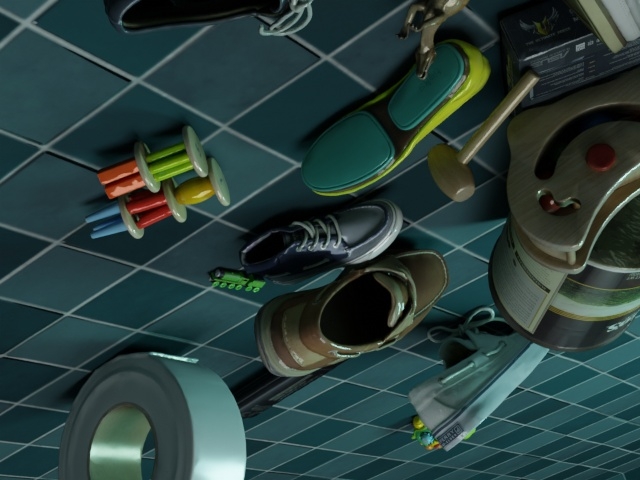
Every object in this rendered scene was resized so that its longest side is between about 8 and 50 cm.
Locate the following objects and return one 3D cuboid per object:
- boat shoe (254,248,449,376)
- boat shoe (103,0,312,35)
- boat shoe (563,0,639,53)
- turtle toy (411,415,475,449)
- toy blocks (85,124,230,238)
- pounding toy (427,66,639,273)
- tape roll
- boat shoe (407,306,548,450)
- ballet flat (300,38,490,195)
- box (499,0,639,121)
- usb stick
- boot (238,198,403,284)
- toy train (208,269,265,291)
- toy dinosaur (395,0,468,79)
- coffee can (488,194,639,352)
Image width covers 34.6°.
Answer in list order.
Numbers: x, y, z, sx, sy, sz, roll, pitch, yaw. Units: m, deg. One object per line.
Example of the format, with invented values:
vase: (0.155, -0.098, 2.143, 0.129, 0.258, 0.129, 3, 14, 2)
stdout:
boat shoe: (0.067, 0.081, 1.251, 0.116, 0.123, 0.324, -19, -176, 45)
boat shoe: (-0.041, -0.206, 0.782, 0.254, 0.079, 0.095, -8, 152, -16)
boat shoe: (0.204, -0.253, 0.785, 0.103, 0.113, 0.302, -40, 143, 11)
turtle toy: (0.247, 0.382, 2.071, 0.130, 0.066, 0.095, -19, 153, 5)
toy blocks: (-0.178, -0.050, 1.026, 0.148, 0.054, 0.123, -20, 154, 7)
pounding toy: (0.248, -0.072, 0.985, 0.269, 0.154, 0.155, -21, 154, 7)
tape roll: (-0.235, 0.298, 1.402, 0.286, 0.286, 0.100, -34, 148, 31)
boat shoe: (0.242, 0.186, 1.638, 0.367, 0.156, 0.136, -31, 166, -48)
ballet flat: (0.080, -0.117, 1.036, 0.231, 0.077, 0.077, -38, 163, 32)
box: (0.300, -0.191, 1.029, 0.232, 0.059, 0.183, -20, 153, 5)
usb stick: (-0.039, 0.207, 1.604, 0.278, 0.045, 0.077, -36, 154, 33)
boot: (0.000, 0.000, 1.204, 0.190, 0.069, 0.086, -28, 157, 22)
toy train: (-0.105, 0.050, 1.299, 0.083, 0.017, 0.024, 12, 132, -43)
toy dinosaur: (0.118, -0.224, 0.892, 0.092, 0.053, 0.183, -10, 145, -54)
coffee can: (0.318, -0.005, 1.214, 0.201, 0.202, 0.275, -14, 157, -6)
